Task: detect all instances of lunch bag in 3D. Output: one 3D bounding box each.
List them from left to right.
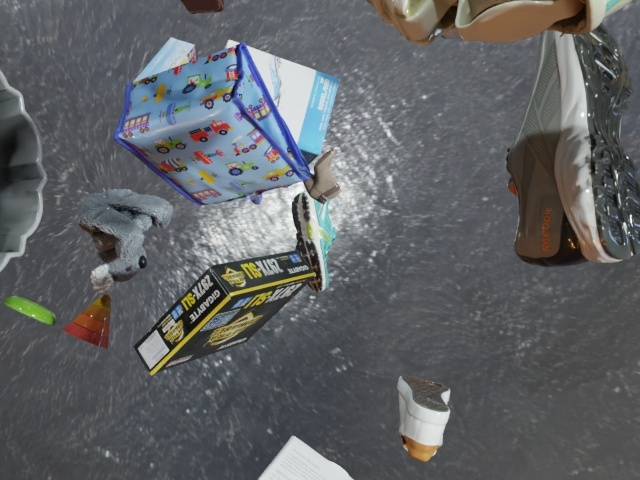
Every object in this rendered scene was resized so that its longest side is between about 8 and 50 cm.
[{"bbox_3d":[-0.165,-0.154,1.248,0.221,0.138,0.293,-14,140,18],"label":"lunch bag"}]

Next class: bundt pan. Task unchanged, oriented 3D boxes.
[{"bbox_3d":[-0.527,-0.099,0.967,0.124,0.331,0.330,-6,95,22],"label":"bundt pan"}]

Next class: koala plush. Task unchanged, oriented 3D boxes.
[{"bbox_3d":[-0.486,0.007,1.784,0.203,0.196,0.221,19,128,12],"label":"koala plush"}]

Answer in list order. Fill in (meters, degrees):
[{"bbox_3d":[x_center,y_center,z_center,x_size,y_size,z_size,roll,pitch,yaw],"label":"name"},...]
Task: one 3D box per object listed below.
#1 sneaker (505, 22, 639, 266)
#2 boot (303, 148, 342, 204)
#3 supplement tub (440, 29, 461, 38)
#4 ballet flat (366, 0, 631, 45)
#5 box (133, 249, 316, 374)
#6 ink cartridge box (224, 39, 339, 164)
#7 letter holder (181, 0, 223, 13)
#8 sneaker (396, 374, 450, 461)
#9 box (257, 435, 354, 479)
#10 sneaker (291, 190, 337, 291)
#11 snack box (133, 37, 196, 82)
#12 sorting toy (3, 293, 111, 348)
[{"bbox_3d":[0.209,-0.102,0.644,0.100,0.108,0.271,26,60,-34],"label":"sneaker"},{"bbox_3d":[0.015,-0.135,1.602,0.087,0.042,0.118,46,125,-10],"label":"boot"},{"bbox_3d":[0.242,-0.367,1.205,0.071,0.107,0.071,-16,110,-49],"label":"supplement tub"},{"bbox_3d":[0.099,-0.178,0.526,0.086,0.248,0.086,-14,110,-42],"label":"ballet flat"},{"bbox_3d":[-0.184,0.138,1.496,0.257,0.322,0.079,-46,73,24],"label":"box"},{"bbox_3d":[-0.110,-0.261,1.470,0.233,0.171,0.168,17,79,-13],"label":"ink cartridge box"},{"bbox_3d":[-0.165,-0.462,0.943,0.152,0.214,0.302,-46,123,-13],"label":"letter holder"},{"bbox_3d":[0.188,0.340,1.419,0.106,0.290,0.123,14,95,8],"label":"sneaker"},{"bbox_3d":[-0.029,0.438,1.137,0.181,0.119,0.182,34,121,12],"label":"box"},{"bbox_3d":[0.000,0.000,1.966,0.110,0.107,0.275,-6,94,-36],"label":"sneaker"},{"bbox_3d":[-0.348,-0.327,1.690,0.070,0.207,0.174,20,54,8],"label":"snack box"},{"bbox_3d":[-0.647,0.135,1.761,0.365,0.127,0.126,32,77,-29],"label":"sorting toy"}]
